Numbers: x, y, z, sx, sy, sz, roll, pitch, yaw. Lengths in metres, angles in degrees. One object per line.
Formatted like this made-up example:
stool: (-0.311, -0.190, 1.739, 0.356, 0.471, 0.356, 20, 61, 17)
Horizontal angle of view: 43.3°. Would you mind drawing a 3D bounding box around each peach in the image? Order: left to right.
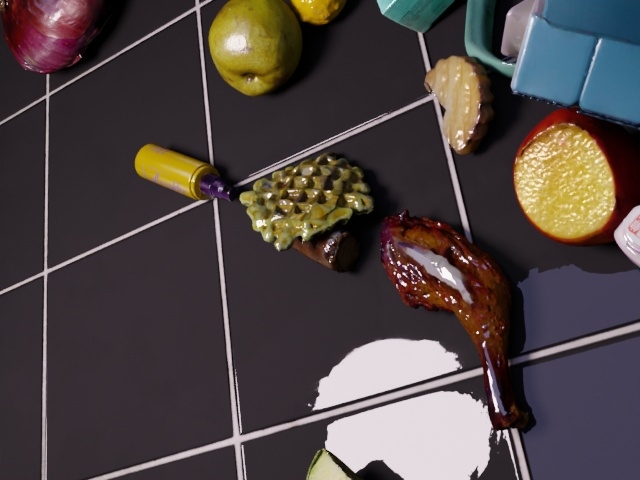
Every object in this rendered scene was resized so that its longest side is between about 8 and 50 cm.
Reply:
peach: (0.368, -0.088, 1.143, 0.190, 0.192, 0.190, -23, 54, 35)

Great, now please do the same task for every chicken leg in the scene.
chicken leg: (0.215, 0.097, 1.237, 0.158, 0.096, 0.407, -42, 57, 19)

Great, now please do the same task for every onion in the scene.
onion: (-0.678, -0.588, 1.964, 0.347, 0.285, 0.348, -21, 62, 46)

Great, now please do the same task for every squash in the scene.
squash: (0.057, 0.429, 1.238, 0.192, 0.085, 0.184, 40, 125, 39)

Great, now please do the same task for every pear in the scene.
pear: (-0.128, -0.391, 1.592, 0.200, 0.200, 0.200, -12, 66, 29)

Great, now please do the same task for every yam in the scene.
yam: (-0.001, -0.001, 1.425, 0.141, 0.079, 0.079, 27, 88, 40)

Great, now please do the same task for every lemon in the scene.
lemon: (0.002, -0.495, 1.585, 0.114, 0.114, 0.155, 22, 81, 37)

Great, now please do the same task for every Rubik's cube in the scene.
Rubik's cube: (0.431, -0.326, 1.073, 0.387, 0.358, 0.368, 20, 64, 14)

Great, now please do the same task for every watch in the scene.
watch: (0.340, -0.373, 1.350, 0.195, 0.068, 0.237, -1, 68, 31)

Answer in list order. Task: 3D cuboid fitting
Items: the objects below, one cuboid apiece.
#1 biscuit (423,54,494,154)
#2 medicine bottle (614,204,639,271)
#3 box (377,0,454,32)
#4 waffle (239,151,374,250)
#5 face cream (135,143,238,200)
biscuit: (0.247, -0.237, 1.354, 0.118, 0.061, 0.183, -40, 52, 45)
medicine bottle: (0.443, 0.013, 1.036, 0.078, 0.219, 0.115, -52, 55, 7)
box: (0.170, -0.565, 1.467, 0.205, 0.118, 0.311, -39, 54, 36)
waffle: (-0.025, -0.082, 1.424, 0.223, 0.054, 0.204, -25, 38, -10)
face cream: (-0.269, -0.131, 1.648, 0.273, 0.078, 0.078, 22, 86, 37)
